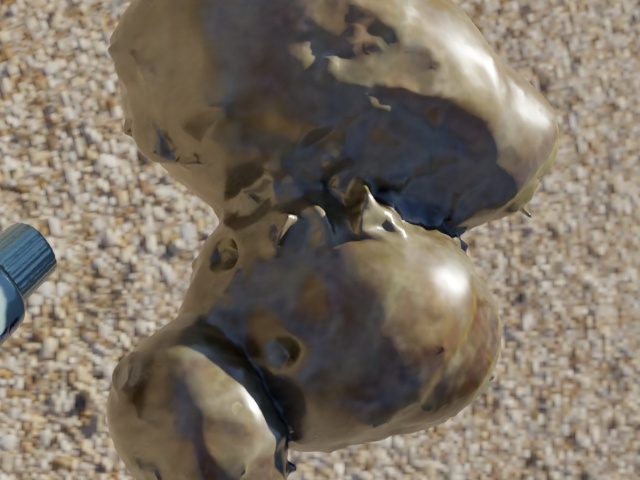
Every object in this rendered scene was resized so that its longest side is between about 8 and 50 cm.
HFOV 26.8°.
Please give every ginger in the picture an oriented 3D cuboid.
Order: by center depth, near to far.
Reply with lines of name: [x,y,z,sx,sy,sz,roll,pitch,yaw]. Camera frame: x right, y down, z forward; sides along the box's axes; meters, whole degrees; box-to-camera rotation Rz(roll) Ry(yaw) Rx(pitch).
ginger: [0.000,0.000,0.705,0.244,0.155,0.304,9,76,-20]

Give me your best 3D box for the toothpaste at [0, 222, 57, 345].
toothpaste: [-0.217,0.086,0.570,0.075,0.048,0.297,57,46,-16]
